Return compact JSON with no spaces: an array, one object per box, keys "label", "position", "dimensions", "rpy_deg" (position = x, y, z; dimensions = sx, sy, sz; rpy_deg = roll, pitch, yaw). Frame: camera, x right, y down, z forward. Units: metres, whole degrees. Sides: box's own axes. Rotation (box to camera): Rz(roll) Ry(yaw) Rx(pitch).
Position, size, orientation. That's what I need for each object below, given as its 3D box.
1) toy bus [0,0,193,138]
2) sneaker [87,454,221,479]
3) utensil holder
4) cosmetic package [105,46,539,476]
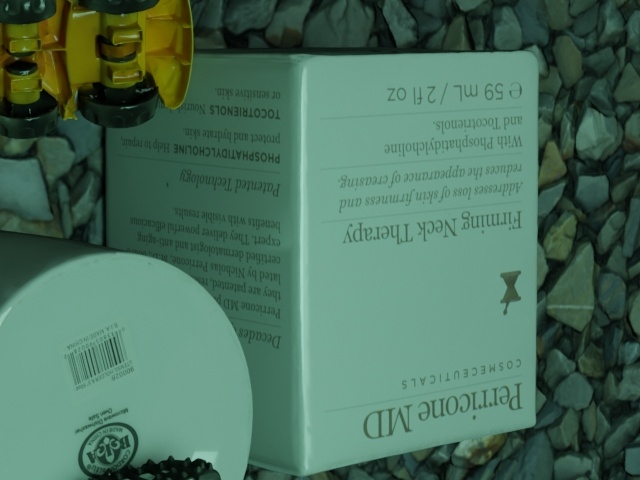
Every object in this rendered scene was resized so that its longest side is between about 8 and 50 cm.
[{"label":"toy bus","position":[-0.255,-0.211,1.865],"dimensions":[0.220,0.211,0.149],"rpy_deg":[-10,125,-21]},{"label":"sneaker","position":[-0.174,0.251,1.535],"dimensions":[0.234,0.078,0.106],"rpy_deg":[-24,112,-33]},{"label":"utensil holder","position":[-0.292,0.148,1.725],"dimensions":[0.327,0.385,0.327],"rpy_deg":[-5,98,-40]},{"label":"cosmetic package","position":[0.000,0.000,2.002],"dimensions":[0.329,0.327,0.393],"rpy_deg":[-7,99,-40]}]
